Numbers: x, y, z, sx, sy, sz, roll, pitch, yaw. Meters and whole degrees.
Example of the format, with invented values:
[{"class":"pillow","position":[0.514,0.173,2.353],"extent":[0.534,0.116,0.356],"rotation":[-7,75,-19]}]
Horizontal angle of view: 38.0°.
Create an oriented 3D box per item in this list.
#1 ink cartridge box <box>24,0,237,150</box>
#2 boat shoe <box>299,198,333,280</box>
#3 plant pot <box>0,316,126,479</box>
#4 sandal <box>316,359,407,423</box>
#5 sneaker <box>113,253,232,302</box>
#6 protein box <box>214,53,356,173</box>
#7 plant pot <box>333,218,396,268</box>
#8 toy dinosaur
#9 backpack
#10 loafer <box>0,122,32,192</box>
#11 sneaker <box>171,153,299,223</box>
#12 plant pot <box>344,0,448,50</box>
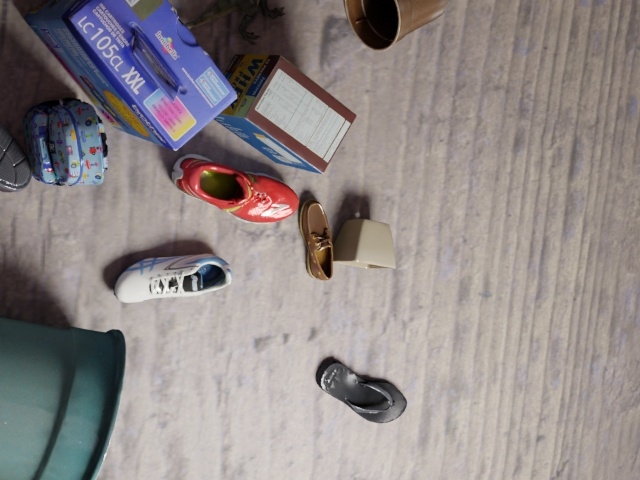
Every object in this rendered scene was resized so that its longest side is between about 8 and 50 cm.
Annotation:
[{"class":"ink cartridge box","position":[-0.310,-0.304,1.529],"extent":[0.151,0.395,0.270],"rotation":[-45,118,-14]},{"class":"boat shoe","position":[0.000,0.000,1.970],"extent":[0.064,0.060,0.178],"rotation":[-16,108,-27]},{"class":"plant pot","position":[-0.548,0.272,1.573],"extent":[0.334,0.341,0.341],"rotation":[19,91,-24]},{"class":"sandal","position":[0.099,0.354,2.106],"extent":[0.254,0.054,0.097],"rotation":[27,87,-31]},{"class":"sneaker","position":[-0.284,0.075,1.809],"extent":[0.237,0.086,0.085],"rotation":[-11,107,-26]},{"class":"protein box","position":[-0.081,-0.245,1.788],"extent":[0.201,0.199,0.136],"rotation":[34,83,-31]},{"class":"plant pot","position":[0.096,0.007,2.007],"extent":[0.109,0.109,0.096],"rotation":[11,82,-31]},{"class":"toy dinosaur","position":[-0.133,-0.454,1.793],"extent":[0.268,0.064,0.118],"rotation":[-36,133,0]},{"class":"backpack","position":[-0.437,-0.166,1.616],"extent":[0.116,0.173,0.158],"rotation":[-10,106,-28]},{"class":"loafer","position":[-0.627,-0.182,1.567],"extent":[0.302,0.095,0.109],"rotation":[42,49,-34]},{"class":"sneaker","position":[-0.157,-0.089,1.826],"extent":[0.279,0.118,0.107],"rotation":[14,94,-31]},{"class":"plant pot","position":[0.163,-0.495,1.910],"extent":[0.165,0.167,0.167],"rotation":[-28,113,-31]}]
